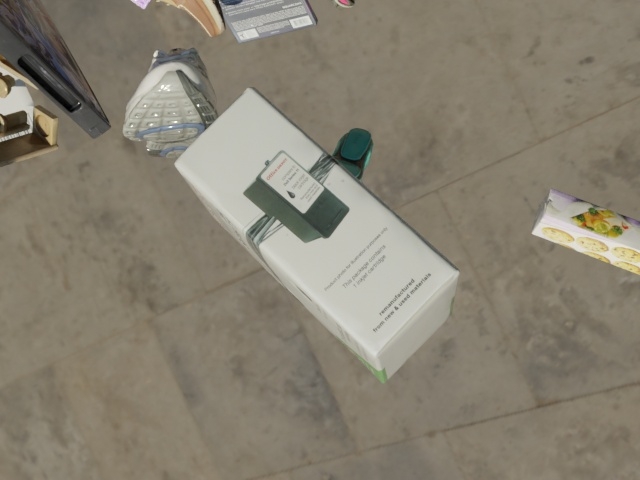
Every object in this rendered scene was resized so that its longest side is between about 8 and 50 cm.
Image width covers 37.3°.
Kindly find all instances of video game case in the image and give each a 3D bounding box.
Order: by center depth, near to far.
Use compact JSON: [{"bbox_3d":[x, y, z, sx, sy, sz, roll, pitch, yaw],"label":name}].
[{"bbox_3d":[-0.368,-0.276,1.118,0.035,0.248,0.275,-34,64,1],"label":"video game case"},{"bbox_3d":[-0.147,-0.545,2.011,0.196,0.026,0.274,-8,139,23],"label":"video game case"}]

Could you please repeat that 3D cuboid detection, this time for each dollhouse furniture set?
[{"bbox_3d":[-0.510,-0.226,1.511,0.144,0.123,0.151,31,127,25],"label":"dollhouse furniture set"}]

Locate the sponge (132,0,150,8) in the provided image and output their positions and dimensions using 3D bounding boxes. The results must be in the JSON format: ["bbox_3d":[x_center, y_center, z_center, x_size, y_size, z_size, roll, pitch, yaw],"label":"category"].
[{"bbox_3d":[-0.224,-0.344,1.089,0.117,0.210,0.031,31,119,-16],"label":"sponge"}]

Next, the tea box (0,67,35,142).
[{"bbox_3d":[-0.734,-0.252,1.715,0.323,0.329,0.220,39,153,38],"label":"tea box"}]

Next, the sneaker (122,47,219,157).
[{"bbox_3d":[-0.177,-0.176,1.129,0.297,0.111,0.129,162,106,-81],"label":"sneaker"}]

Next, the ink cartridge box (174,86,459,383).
[{"bbox_3d":[0.000,0.000,0.726,0.087,0.153,0.208,-45,74,-7],"label":"ink cartridge box"}]

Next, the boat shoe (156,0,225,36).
[{"bbox_3d":[-0.300,-0.528,1.872,0.116,0.123,0.324,-26,131,12],"label":"boat shoe"}]

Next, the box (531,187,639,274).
[{"bbox_3d":[0.522,0.006,1.603,0.324,0.063,0.067,21,149,1],"label":"box"}]

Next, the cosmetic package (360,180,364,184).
[{"bbox_3d":[0.032,-0.015,1.968,0.151,0.151,0.184,-27,95,53],"label":"cosmetic package"}]

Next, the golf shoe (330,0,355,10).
[{"bbox_3d":[-0.002,-0.574,1.829,0.273,0.105,0.120,35,135,-24],"label":"golf shoe"}]

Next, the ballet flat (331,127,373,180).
[{"bbox_3d":[0.044,-0.125,1.803,0.083,0.247,0.087,18,126,11],"label":"ballet flat"}]
